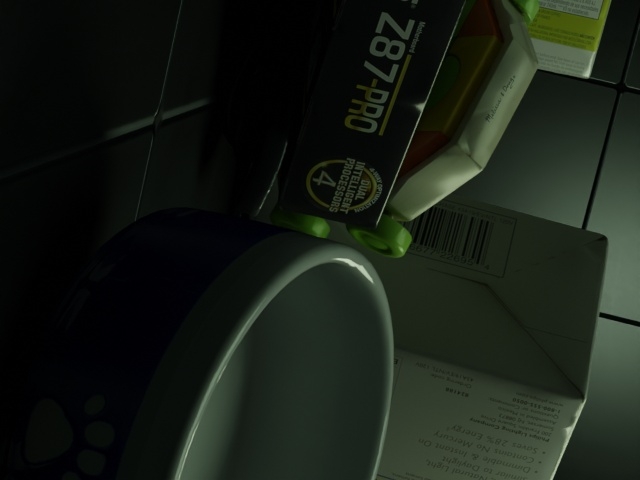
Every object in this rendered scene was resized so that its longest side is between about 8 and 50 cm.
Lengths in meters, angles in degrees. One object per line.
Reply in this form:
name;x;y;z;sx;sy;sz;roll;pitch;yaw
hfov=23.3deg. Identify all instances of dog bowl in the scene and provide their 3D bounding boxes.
dog bowl;-0.061;0.118;0.860;0.265;0.104;0.265;-42;140;-49

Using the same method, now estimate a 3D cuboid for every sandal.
sandal;-0.044;-0.141;1.231;0.097;0.054;0.255;123;-23;-76

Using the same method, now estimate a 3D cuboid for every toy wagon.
toy wagon;0.046;-0.119;1.415;0.344;0.068;0.267;6;-118;54

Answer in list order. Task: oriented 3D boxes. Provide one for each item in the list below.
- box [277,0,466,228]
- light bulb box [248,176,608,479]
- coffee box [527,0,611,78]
box;0.055;-0.258;1.247;0.318;0.097;0.395;108;-8;-46
light bulb box;0.074;0.146;1.601;0.361;0.357;0.225;101;7;-46
coffee box;0.257;-0.465;2.159;0.338;0.338;0.334;-69;171;-62
